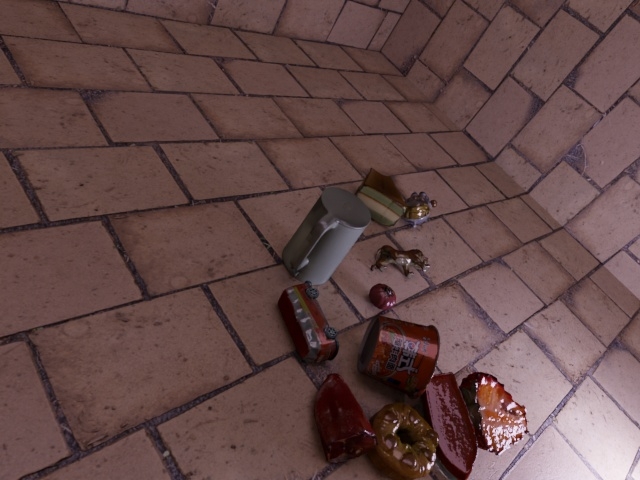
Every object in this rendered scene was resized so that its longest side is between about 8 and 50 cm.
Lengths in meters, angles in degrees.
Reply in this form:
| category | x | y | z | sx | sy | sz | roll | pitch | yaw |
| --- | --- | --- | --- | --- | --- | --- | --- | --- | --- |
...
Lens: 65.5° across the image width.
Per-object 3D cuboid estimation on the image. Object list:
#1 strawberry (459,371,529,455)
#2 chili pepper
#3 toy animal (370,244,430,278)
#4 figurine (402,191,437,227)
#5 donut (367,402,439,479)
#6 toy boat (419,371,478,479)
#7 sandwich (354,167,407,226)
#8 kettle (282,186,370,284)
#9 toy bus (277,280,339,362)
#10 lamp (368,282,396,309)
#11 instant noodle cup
| category | x | y | z | sx | sy | sz | roll | pitch | yaw |
| --- | --- | --- | --- | --- | --- | --- | --- | --- | --- |
| strawberry | 0.553 | 0.573 | 1.685 | 0.281 | 0.150 | 0.253 | -2 | 71 | -41 |
| chili pepper | 0.047 | 0.495 | 1.417 | 0.136 | 0.144 | 0.252 | 29 | 21 | -37 |
| toy animal | 0.343 | 0.078 | 2.123 | 0.313 | 0.097 | 0.157 | 13 | 30 | -23 |
| figurine | 0.462 | -0.166 | 2.453 | 0.194 | 0.133 | 0.274 | -8 | 21 | -3 |
| donut | 0.234 | 0.585 | 1.447 | 0.227 | 0.113 | 0.226 | 20 | 40 | -18 |
| toy boat | 0.398 | 0.589 | 1.563 | 0.145 | 0.133 | 0.331 | -8 | 60 | -5 |
| sandwich | 0.284 | -0.202 | 2.316 | 0.228 | 0.155 | 0.198 | 32 | 37 | -4 |
| kettle | -0.003 | -0.012 | 1.757 | 0.265 | 0.318 | 0.205 | 1 | 50 | -38 |
| toy bus | -0.043 | 0.266 | 1.595 | 0.120 | 0.121 | 0.265 | -7 | 53 | -31 |
| lamp | 0.234 | 0.212 | 1.875 | 0.108 | 0.092 | 0.107 | 22 | 38 | -19 |
| instant noodle cup | 0.243 | 0.365 | 1.609 | 0.192 | 0.250 | 0.250 | 19 | 39 | -5 |
